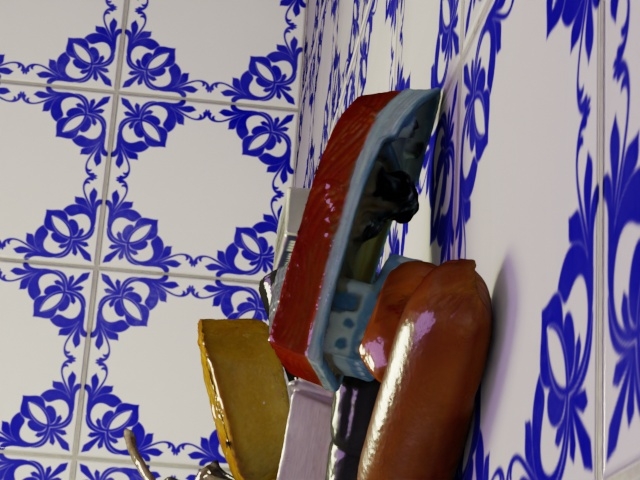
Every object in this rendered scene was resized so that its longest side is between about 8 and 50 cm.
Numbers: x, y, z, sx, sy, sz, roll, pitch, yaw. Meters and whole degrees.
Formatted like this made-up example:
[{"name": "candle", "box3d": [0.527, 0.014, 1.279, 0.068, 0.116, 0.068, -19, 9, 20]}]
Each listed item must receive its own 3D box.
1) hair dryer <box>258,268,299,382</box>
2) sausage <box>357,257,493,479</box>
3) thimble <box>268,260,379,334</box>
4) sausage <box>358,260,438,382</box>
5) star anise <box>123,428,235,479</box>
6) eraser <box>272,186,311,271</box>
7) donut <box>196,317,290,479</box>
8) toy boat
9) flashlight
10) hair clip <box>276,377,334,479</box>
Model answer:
[{"name": "hair dryer", "box3d": [0.012, 0.101, 2.140, 0.251, 0.089, 0.197, -48, 55, 52]}, {"name": "sausage", "box3d": [0.085, 0.141, 1.268, 0.089, 0.083, 0.300, -71, -7, -52]}, {"name": "thimble", "box3d": [0.007, 0.086, 1.922, 0.150, 0.150, 0.097, 107, 166, -69]}, {"name": "sausage", "box3d": [0.082, 0.075, 1.390, 0.179, 0.089, 0.089, -71, -11, -66]}, {"name": "star anise", "box3d": [-0.125, 0.433, 2.246, 0.139, 0.316, 0.359, -51, 44, 8]}, {"name": "eraser", "box3d": [0.000, 0.000, 2.241, 0.279, 0.124, 0.081, 109, 165, -73]}, {"name": "donut", "box3d": [-0.101, 0.229, 2.181, 0.277, 0.108, 0.277, 167, 90, -83]}, {"name": "toy boat", "box3d": [0.059, -0.012, 1.548, 0.145, 0.133, 0.331, 64, -141, -65]}, {"name": "flashlight", "box3d": [0.037, 0.328, 1.630, 0.103, 0.103, 0.424, -100, 17, -73]}, {"name": "hair clip", "box3d": [0.002, 0.208, 1.685, 0.101, 0.085, 0.330, -21, -55, -57]}]
